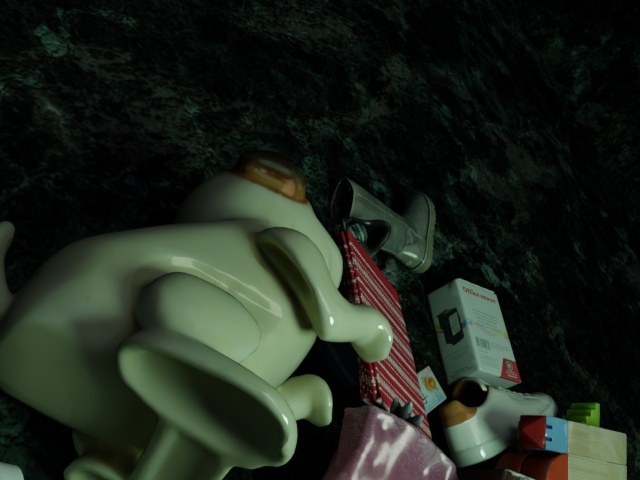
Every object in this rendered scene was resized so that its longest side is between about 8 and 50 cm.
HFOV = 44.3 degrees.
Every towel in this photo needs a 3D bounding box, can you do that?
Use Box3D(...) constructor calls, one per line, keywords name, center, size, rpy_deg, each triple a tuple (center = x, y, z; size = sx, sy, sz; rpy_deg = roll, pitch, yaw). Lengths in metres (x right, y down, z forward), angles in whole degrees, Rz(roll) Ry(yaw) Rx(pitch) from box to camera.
Box3D(name="towel", center=(0.084, 0.136, 1.072), size=(0.199, 0.031, 0.275), rpy_deg=(49, 24, -46))

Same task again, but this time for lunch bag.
Box3D(name="lunch bag", center=(0.043, 0.165, 1.118), size=(0.098, 0.065, 0.067), rpy_deg=(58, 19, 5))

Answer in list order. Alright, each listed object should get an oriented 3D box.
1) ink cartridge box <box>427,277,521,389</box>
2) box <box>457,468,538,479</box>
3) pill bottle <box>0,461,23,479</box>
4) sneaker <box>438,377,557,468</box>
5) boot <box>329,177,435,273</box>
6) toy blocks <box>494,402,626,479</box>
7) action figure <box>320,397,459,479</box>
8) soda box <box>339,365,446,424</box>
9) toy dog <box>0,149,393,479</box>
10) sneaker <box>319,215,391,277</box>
Box3D(name="ink cartridge box", center=(0.267, 0.170, 1.376), size=(0.127, 0.072, 0.175), rpy_deg=(21, 47, -39))
Box3D(name="box", center=(0.241, 0.381, 0.937), size=(0.168, 0.203, 0.167), rpy_deg=(22, 73, 1))
Box3D(name="pill bottle", center=(-0.334, 0.194, 0.595), size=(0.193, 0.108, 0.108), rpy_deg=(25, 45, -37))
Box3D(name="sneaker", center=(0.296, 0.271, 1.299), size=(0.290, 0.106, 0.123), rpy_deg=(-7, 70, -51))
Box3D(name="boot", center=(0.108, -0.051, 1.378), size=(0.208, 0.076, 0.190), rpy_deg=(26, 42, -26))
Box3D(name="toy blocks", center=(0.327, 0.408, 1.146), size=(0.261, 0.190, 0.381), rpy_deg=(19, 69, -32))
Box3D(name="action figure", center=(0.005, 0.355, 0.852), size=(0.248, 0.276, 0.370), rpy_deg=(42, 55, -4))
Box3D(name="soda box", center=(0.108, 0.243, 1.132), size=(0.183, 0.063, 0.058), rpy_deg=(-17, 77, -54))
Box3D(name="toy dog", center=(-0.125, 0.076, 0.851), size=(0.395, 0.285, 0.408), rpy_deg=(26, 35, 10))
Box3D(name="sneaker", center=(0.000, 0.000, 1.164), size=(0.267, 0.106, 0.101), rpy_deg=(-5, 67, -51))
